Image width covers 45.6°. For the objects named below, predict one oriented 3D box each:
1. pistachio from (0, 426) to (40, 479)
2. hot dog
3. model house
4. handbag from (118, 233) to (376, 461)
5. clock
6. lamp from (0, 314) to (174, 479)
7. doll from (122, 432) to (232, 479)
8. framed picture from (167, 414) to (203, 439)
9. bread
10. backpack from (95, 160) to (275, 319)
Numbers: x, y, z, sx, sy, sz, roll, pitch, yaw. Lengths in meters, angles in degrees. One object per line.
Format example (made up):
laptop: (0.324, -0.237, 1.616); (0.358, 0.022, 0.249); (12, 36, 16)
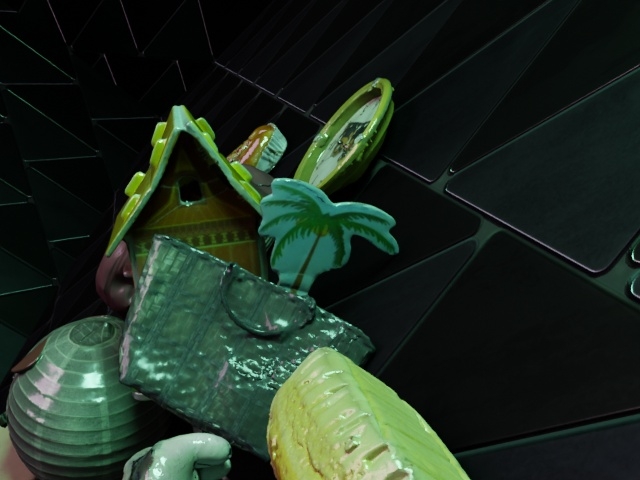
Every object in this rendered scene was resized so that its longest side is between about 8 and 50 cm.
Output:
pistachio: (-0.509, 0.445, 1.152); (0.365, 0.281, 0.445); (-35, 12, 45)
hot dog: (-0.170, -0.129, 1.567); (0.268, 0.075, 0.144); (-48, 21, 10)
model house: (-0.099, -0.019, 0.982); (0.300, 0.340, 0.324); (-119, 23, -68)
handbag: (-0.093, 0.116, 0.816); (0.175, 0.270, 0.088); (-63, -3, -1)
clock: (0.043, -0.143, 1.171); (0.237, 0.057, 0.237); (-46, 20, 22)
lamp: (-0.315, 0.218, 1.064); (0.233, 0.233, 0.265); (-44, 2, 22)
doll: (-0.145, 0.278, 0.777); (0.192, 0.095, 0.149); (85, -155, -45)
framed picture: (-0.244, 0.319, 1.110); (0.216, 0.016, 0.273); (-53, 21, 2)
bread: (0.035, 0.179, 0.572); (0.106, 0.140, 0.236); (-49, 21, 2)
backpack: (-0.216, 0.007, 1.235); (0.197, 0.283, 0.317); (36, 98, 29)
